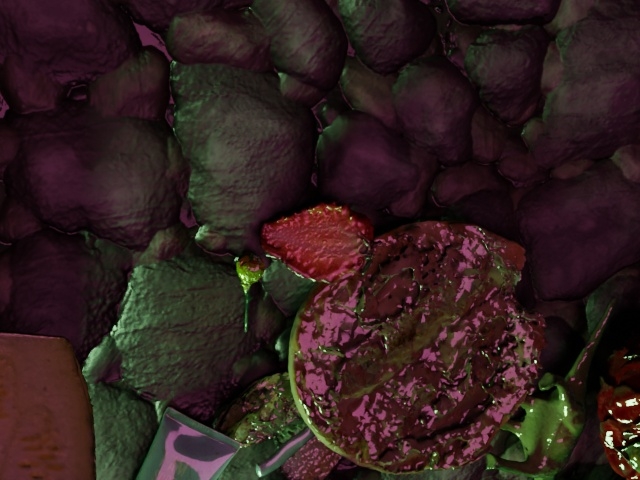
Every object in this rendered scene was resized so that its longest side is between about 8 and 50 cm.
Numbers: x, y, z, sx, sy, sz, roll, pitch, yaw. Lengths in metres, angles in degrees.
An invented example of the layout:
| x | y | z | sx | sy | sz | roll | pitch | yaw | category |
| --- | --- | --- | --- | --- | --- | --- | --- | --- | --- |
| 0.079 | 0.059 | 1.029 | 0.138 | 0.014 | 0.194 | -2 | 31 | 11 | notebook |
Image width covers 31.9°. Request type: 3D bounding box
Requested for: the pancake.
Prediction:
| x | y | z | sx | sy | sz | roll | pitch | yaw | category |
| --- | --- | --- | --- | --- | --- | --- | --- | --- | --- |
| 0.145 | 0.147 | 1.504 | 0.382 | 0.071 | 0.382 | -7 | 110 | -21 | pancake |

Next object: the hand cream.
| x | y | z | sx | sy | sz | roll | pitch | yaw | category |
| --- | --- | --- | --- | --- | --- | --- | --- | --- | --- |
| -0.223 | 0.374 | 1.482 | 0.111 | 0.070 | 0.312 | 27 | 102 | -7 | hand cream |

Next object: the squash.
| x | y | z | sx | sy | sz | roll | pitch | yaw | category |
| --- | --- | --- | --- | --- | --- | --- | --- | --- | --- |
| -0.366 | 0.262 | 1.228 | 0.234 | 0.309 | 0.210 | 9 | 111 | -25 | squash |

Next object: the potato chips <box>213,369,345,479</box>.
| x | y | z | sx | sy | sz | roll | pitch | yaw | category |
| --- | --- | --- | --- | --- | --- | --- | --- | --- | --- |
| -0.043 | 0.258 | 1.526 | 0.220 | 0.029 | 0.202 | 16 | 107 | -30 | potato chips |

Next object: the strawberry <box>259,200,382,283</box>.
| x | y | z | sx | sy | sz | roll | pitch | yaw | category |
| --- | --- | --- | --- | --- | --- | --- | --- | --- | --- |
| 0.000 | -0.001 | 1.392 | 0.152 | 0.048 | 0.103 | 9 | 93 | -1 | strawberry |

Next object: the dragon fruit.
| x | y | z | sx | sy | sz | roll | pitch | yaw | category |
| --- | --- | --- | --- | --- | --- | --- | --- | --- | --- |
| 0.516 | 0.231 | 1.592 | 0.244 | 0.244 | 0.298 | 37 | 64 | -32 | dragon fruit |

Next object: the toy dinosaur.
| x | y | z | sx | sy | sz | roll | pitch | yaw | category |
| --- | --- | --- | --- | --- | --- | --- | --- | --- | --- |
| 0.379 | 0.305 | 1.683 | 0.301 | 0.087 | 0.447 | 27 | 107 | -32 | toy dinosaur |

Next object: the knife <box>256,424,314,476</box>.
| x | y | z | sx | sy | sz | roll | pitch | yaw | category |
| --- | --- | --- | --- | --- | --- | --- | --- | --- | --- |
| -0.005 | 0.247 | 1.513 | 0.210 | 0.015 | 0.028 | -40 | 117 | -8 | knife |

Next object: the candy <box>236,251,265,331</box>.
| x | y | z | sx | sy | sz | roll | pitch | yaw | category |
| --- | --- | --- | --- | --- | --- | --- | --- | --- | --- |
| -0.090 | 0.068 | 1.410 | 0.035 | 0.035 | 0.123 | -4 | 124 | -14 | candy |
